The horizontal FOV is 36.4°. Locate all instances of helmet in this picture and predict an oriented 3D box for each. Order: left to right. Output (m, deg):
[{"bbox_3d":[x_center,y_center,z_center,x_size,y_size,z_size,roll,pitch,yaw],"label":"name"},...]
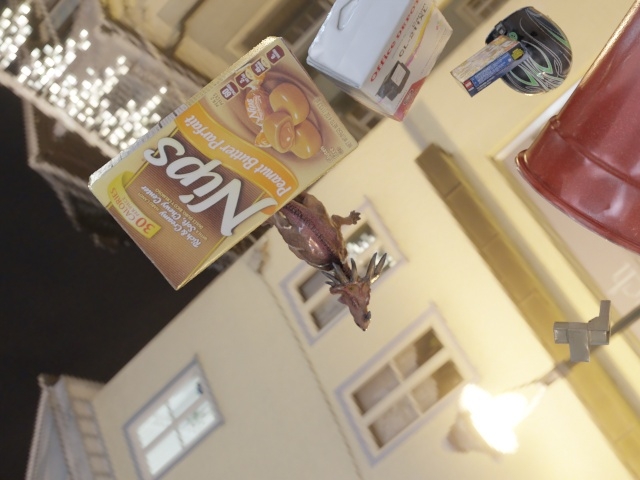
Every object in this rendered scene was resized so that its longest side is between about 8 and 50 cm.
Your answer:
[{"bbox_3d":[0.427,-0.374,1.969,0.161,0.169,0.169,56,-159,13],"label":"helmet"}]

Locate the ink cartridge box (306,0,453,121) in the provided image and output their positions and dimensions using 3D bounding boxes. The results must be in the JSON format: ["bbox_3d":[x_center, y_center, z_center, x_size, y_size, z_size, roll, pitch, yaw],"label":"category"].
[{"bbox_3d":[0.069,-0.214,1.069,0.072,0.127,0.175,32,-174,18],"label":"ink cartridge box"}]

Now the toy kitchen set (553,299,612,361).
[{"bbox_3d":[0.420,0.144,1.555,0.075,0.083,0.068,-63,-34,-49],"label":"toy kitchen set"}]

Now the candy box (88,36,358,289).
[{"bbox_3d":[-0.130,-0.105,1.307,0.183,0.316,0.087,52,177,-17],"label":"candy box"}]

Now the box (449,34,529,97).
[{"bbox_3d":[0.232,-0.245,1.357,0.027,0.094,0.137,53,-171,-13],"label":"box"}]

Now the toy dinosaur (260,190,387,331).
[{"bbox_3d":[0.000,0.000,1.581,0.296,0.127,0.200,39,-169,-33],"label":"toy dinosaur"}]

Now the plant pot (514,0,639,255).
[{"bbox_3d":[0.414,-0.146,1.149,0.272,0.265,0.272,21,-156,-10],"label":"plant pot"}]
